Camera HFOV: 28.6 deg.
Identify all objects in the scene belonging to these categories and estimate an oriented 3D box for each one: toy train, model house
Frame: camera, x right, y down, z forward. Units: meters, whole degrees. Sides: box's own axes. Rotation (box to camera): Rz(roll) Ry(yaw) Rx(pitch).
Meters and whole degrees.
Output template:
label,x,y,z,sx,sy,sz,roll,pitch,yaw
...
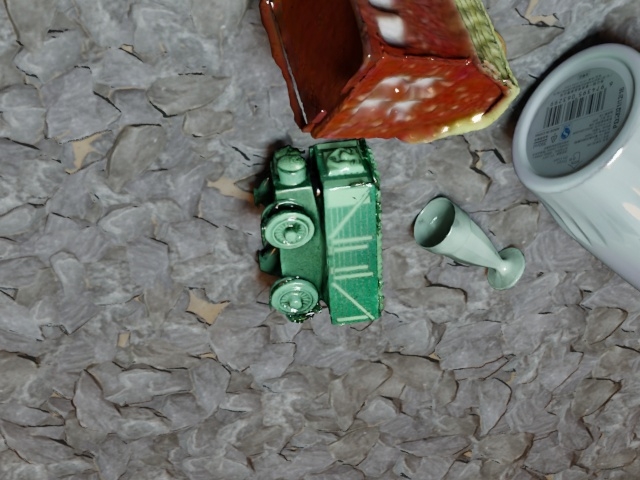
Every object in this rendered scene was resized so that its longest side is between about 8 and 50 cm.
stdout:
label,x,y,z,sx,sy,sz,roll,pitch,yaw
toy train,0.000,0.000,1.560,0.154,0.115,0.269,-7,129,-4
model house,0.087,-0.217,1.335,0.254,0.196,0.160,3,147,-36

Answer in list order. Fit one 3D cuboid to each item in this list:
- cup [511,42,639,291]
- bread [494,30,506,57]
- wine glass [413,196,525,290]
label,x,y,z,sx,sy,sz,roll,pitch,yaw
cup,0.427,-0.062,1.549,0.371,0.253,0.253,30,115,-31
bread,0.169,-0.214,1.493,0.110,0.024,0.110,-9,130,-11
wine glass,0.197,0.009,1.656,0.073,0.073,0.155,-43,129,19
